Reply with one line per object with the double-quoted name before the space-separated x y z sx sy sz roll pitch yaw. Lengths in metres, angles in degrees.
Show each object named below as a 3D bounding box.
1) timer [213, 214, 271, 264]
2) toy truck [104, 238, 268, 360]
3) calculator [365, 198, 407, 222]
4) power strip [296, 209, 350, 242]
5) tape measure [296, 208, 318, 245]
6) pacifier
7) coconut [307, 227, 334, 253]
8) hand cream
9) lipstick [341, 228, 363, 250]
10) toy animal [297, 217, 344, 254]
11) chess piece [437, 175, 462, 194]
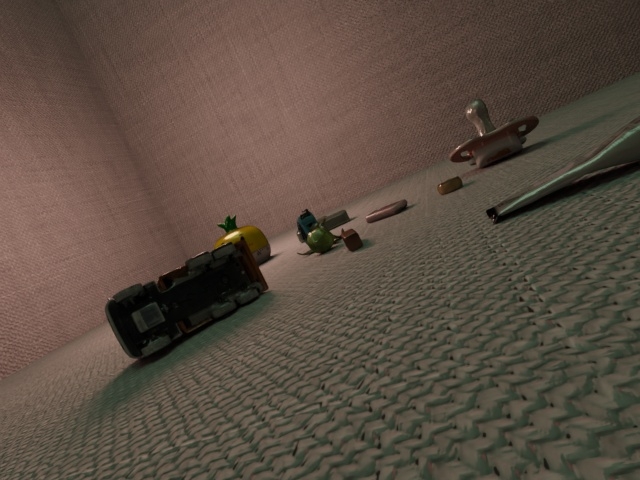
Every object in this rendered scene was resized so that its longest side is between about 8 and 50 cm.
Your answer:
"timer" -0.391 0.008 1.934 0.285 0.285 0.285 -25 6 3
"toy truck" -0.354 0.155 1.081 0.388 0.173 0.207 -26 -1 -36
"calculator" 0.242 -0.107 1.511 0.175 0.032 0.100 -20 9 45
"power strip" 0.012 -0.076 2.010 0.265 0.059 0.193 -25 11 3
"tape measure" -0.041 -0.041 1.604 0.081 0.146 0.125 -28 -10 -16
"pacifier" 0.646 -0.398 1.557 0.332 0.273 0.220 -23 23 23
"coconut" 0.000 0.000 1.352 0.088 0.087 0.096 -22 2 24
"hand cream" 0.459 -0.123 0.732 0.336 0.076 0.121 -29 -1 24
"lipstick" 0.090 -0.004 1.196 0.045 0.045 0.145 -24 6 1
"toy animal" 0.013 -0.025 1.451 0.219 0.095 0.155 -29 3 -23
"chess piece" 0.438 -0.186 1.386 0.084 0.038 0.083 -27 7 4
